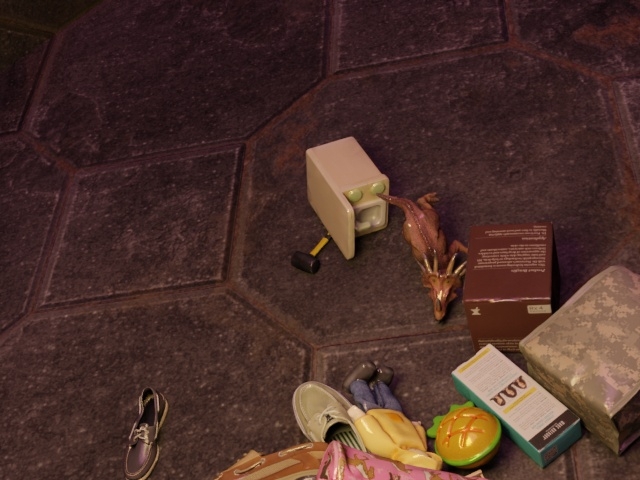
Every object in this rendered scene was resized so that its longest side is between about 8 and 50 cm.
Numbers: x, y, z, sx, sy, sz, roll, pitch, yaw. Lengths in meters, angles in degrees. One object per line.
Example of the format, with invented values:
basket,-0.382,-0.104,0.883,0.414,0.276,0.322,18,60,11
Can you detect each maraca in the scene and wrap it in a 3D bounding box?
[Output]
maraca,0.260,0.350,1.875,0.127,0.099,0.185,-31,20,-6

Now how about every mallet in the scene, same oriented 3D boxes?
mallet,0.000,0.000,2.350,0.062,0.039,0.190,14,50,26

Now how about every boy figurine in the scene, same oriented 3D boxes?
boy figurine,0.129,0.343,1.881,0.092,0.177,0.285,-56,34,18

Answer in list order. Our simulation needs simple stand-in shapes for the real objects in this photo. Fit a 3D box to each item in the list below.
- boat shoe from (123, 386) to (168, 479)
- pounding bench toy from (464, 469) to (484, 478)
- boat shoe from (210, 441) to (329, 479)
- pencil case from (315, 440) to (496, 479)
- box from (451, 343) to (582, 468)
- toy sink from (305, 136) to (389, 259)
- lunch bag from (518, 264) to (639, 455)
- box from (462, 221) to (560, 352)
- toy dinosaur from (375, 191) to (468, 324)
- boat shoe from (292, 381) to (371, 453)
boat shoe,-0.361,0.388,2.078,0.075,0.065,0.206,-4,47,16
pounding bench toy,0.261,0.455,1.800,0.083,0.052,0.065,-24,45,-4
boat shoe,-0.111,0.448,1.878,0.324,0.122,0.120,-16,43,15
pencil case,0.171,0.437,1.663,0.386,0.167,0.160,15,49,-6
box,0.360,0.302,1.906,0.100,0.060,0.244,-35,46,-14
toy sink,0.072,-0.097,2.314,0.131,0.153,0.234,-18,45,-16
lunch bag,0.545,0.198,1.866,0.287,0.169,0.235,-39,47,-12
box,0.379,0.093,2.026,0.168,0.167,0.203,-2,47,17
toy dinosaur,0.223,0.005,2.133,0.127,0.296,0.200,-35,-1,20
boat shoe,0.035,0.359,1.943,0.109,0.094,0.302,-31,45,-11
